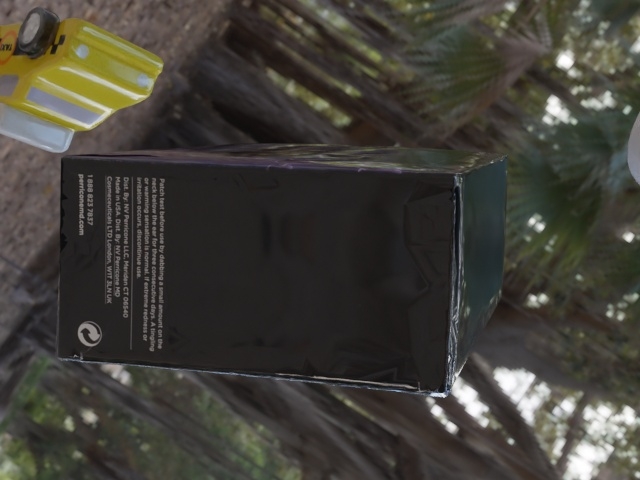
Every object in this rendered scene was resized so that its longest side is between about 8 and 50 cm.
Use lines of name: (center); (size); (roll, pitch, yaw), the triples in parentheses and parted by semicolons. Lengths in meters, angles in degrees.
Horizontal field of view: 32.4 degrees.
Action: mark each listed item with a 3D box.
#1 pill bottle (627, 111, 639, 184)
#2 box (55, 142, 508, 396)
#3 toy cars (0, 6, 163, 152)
pill bottle: (0.232, 0.007, 0.467); (0.124, 0.124, 0.221); (-54, -135, 20)
box: (0.000, 0.000, 0.599); (0.261, 0.184, 0.103); (-24, 119, -75)
toy cars: (-0.311, -0.142, 0.848); (0.176, 0.393, 0.087); (70, 35, -80)
